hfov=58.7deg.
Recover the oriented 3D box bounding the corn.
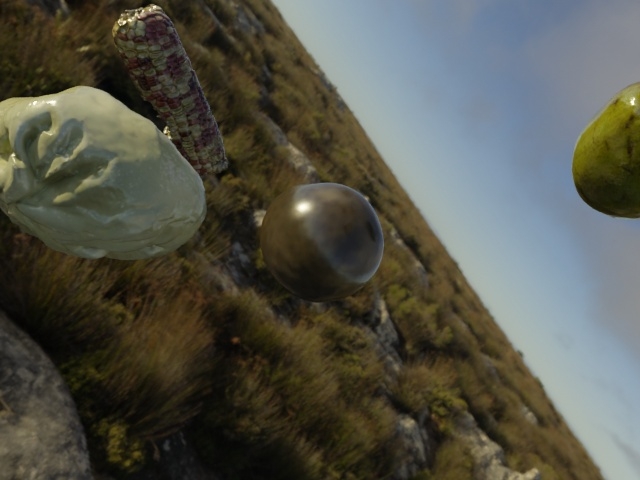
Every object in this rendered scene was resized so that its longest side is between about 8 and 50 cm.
[{"bbox_3d":[-0.231,-0.223,0.906,0.098,0.098,0.290,-111,-179,-56],"label":"corn"}]

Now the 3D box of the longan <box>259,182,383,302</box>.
[{"bbox_3d":[0.000,0.000,1.165,0.258,0.258,0.258,53,10,-13],"label":"longan"}]

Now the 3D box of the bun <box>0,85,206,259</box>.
[{"bbox_3d":[-0.234,-0.052,0.565,0.229,0.145,0.229,26,-32,17],"label":"bun"}]

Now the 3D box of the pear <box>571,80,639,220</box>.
[{"bbox_3d":[0.653,-0.178,1.168,0.253,0.252,0.307,60,-13,29],"label":"pear"}]
